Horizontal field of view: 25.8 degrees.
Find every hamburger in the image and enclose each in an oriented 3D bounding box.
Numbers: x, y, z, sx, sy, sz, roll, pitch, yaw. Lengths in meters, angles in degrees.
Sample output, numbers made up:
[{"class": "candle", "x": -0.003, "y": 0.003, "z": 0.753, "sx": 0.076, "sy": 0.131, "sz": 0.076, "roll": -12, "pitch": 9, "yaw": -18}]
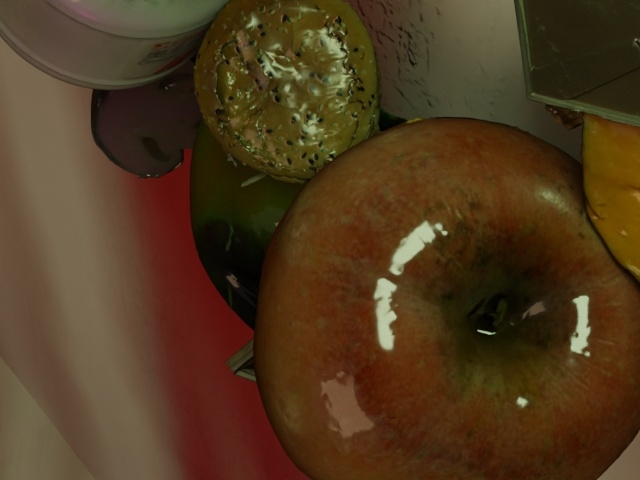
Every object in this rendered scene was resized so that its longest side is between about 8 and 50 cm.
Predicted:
[{"class": "hamburger", "x": -0.027, "y": -0.127, "z": 1.218, "sx": 0.177, "sy": 0.186, "sz": 0.113, "roll": 28, "pitch": -175, "yaw": -3}]

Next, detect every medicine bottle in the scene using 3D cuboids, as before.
[{"class": "medicine bottle", "x": -0.167, "y": -0.287, "z": 1.218, "sx": 0.241, "sy": 0.241, "sz": 0.302, "roll": 49, "pitch": 154, "yaw": -3}]

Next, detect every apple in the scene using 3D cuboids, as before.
[{"class": "apple", "x": 0.105, "y": 0.065, "z": 1.147, "sx": 0.338, "sy": 0.338, "sz": 0.305, "roll": 52, "pitch": 170, "yaw": -8}]

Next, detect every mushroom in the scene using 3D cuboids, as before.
[{"class": "mushroom", "x": -0.189, "y": -0.169, "z": 1.560, "sx": 0.188, "sy": 0.141, "sz": 0.117, "roll": 116, "pitch": 142, "yaw": -47}]

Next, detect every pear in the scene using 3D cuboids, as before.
[{"class": "pear", "x": -0.002, "y": 0.005, "z": 1.428, "sx": 0.398, "sy": 0.165, "sz": 0.399, "roll": 33, "pitch": 153, "yaw": 19}]

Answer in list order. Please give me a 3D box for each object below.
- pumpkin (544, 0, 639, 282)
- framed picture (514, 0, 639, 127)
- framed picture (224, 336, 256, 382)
[{"class": "pumpkin", "x": 0.256, "y": -0.101, "z": 0.956, "sx": 0.221, "sy": 0.139, "sz": 0.317, "roll": 18, "pitch": 142, "yaw": 41}, {"class": "framed picture", "x": 0.189, "y": -0.118, "z": 0.880, "sx": 0.149, "sy": 0.011, "sz": 0.109, "roll": 20, "pitch": 140, "yaw": 34}, {"class": "framed picture", "x": 0.043, "y": 0.146, "z": 1.392, "sx": 0.252, "sy": 0.014, "sz": 0.197, "roll": 21, "pitch": 156, "yaw": -12}]
